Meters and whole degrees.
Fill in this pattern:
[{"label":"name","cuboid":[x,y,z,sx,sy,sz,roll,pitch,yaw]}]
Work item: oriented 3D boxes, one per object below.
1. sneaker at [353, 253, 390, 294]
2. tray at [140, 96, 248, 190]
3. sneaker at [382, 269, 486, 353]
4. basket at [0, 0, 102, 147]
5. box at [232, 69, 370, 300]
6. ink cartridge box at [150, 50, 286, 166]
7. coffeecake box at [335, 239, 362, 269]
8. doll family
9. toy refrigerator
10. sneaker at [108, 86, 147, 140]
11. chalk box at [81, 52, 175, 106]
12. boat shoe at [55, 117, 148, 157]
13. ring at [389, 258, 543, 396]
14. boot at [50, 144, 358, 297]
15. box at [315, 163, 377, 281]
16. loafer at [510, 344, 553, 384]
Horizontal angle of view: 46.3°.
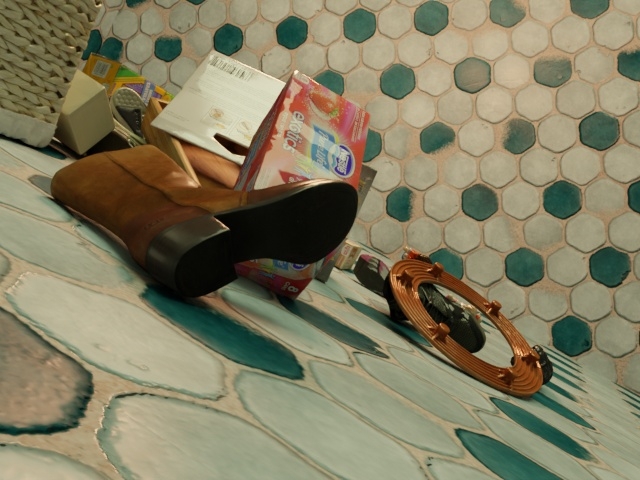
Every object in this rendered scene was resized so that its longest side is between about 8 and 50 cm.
[{"label":"sneaker","cuboid":[0.152,0.102,1.706,0.178,0.072,0.077,38,-5,18]},{"label":"tray","cuboid":[-0.172,-0.119,1.296,0.202,0.076,0.411,11,25,-29]},{"label":"sneaker","cuboid":[0.205,0.141,1.411,0.227,0.087,0.130,45,30,9]},{"label":"basket","cuboid":[-0.555,-0.342,1.093,0.328,0.267,0.331,28,2,19]},{"label":"box","cuboid":[-0.038,-0.086,1.079,0.142,0.154,0.300,28,40,-14]},{"label":"ink cartridge box","cuboid":[-0.121,-0.200,1.351,0.296,0.066,0.261,25,47,2]},{"label":"coffeecake box","cuboid":[0.000,0.000,1.857,0.185,0.068,0.142,29,3,11]},{"label":"doll family","cuboid":[0.264,0.137,1.792,0.263,0.118,0.163,46,-5,-8]},{"label":"toy refrigerator","cuboid":[-0.486,-0.273,1.304,0.269,0.094,0.102,33,-29,18]},{"label":"sneaker","cuboid":[-0.378,-0.186,1.533,0.163,0.086,0.226,-20,-76,49]},{"label":"chalk box","cuboid":[-0.554,-0.388,2.187,0.180,0.179,0.289,26,-2,39]},{"label":"boat shoe","cuboid":[-0.407,-0.188,1.353,0.257,0.095,0.095,25,15,0]},{"label":"ring","cuboid":[0.267,0.142,1.342,0.336,0.032,0.337,29,24,-15]},{"label":"boot","cuboid":[-0.131,-0.046,0.862,0.264,0.096,0.280,-28,38,-30]},{"label":"box","cuboid":[0.036,-0.042,1.463,0.056,0.231,0.183,24,3,-1]},{"label":"loafer","cuboid":[0.440,0.263,1.548,0.078,0.076,0.223,66,8,14]}]
